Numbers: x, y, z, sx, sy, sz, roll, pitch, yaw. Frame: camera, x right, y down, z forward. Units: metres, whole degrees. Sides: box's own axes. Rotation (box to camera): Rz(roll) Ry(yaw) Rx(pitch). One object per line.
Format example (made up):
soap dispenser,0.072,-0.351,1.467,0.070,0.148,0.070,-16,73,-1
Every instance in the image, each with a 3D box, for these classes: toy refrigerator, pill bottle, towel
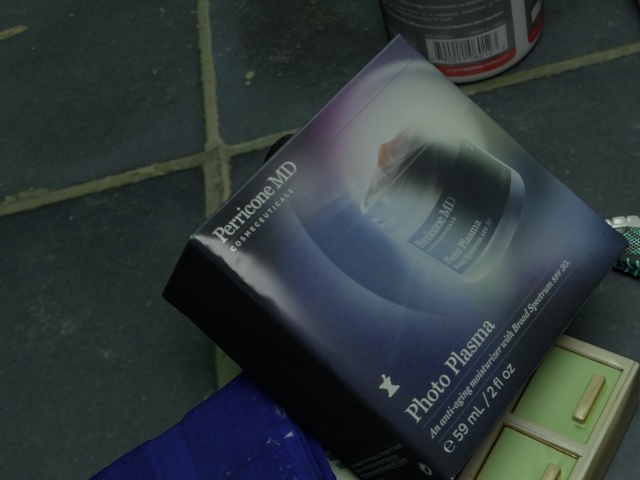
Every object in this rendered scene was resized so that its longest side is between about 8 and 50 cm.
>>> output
toy refrigerator,0.194,0.220,0.934,0.102,0.094,0.269,21,62,29
pill bottle,0.155,-0.384,1.220,0.210,0.363,0.210,-8,52,10
towel,-0.124,0.283,0.973,0.308,0.076,0.228,-34,46,6

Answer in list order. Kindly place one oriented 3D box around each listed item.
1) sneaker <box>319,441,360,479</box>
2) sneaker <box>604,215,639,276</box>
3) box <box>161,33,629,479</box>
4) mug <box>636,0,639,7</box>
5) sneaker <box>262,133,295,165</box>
sneaker,0.031,0.215,1.009,0.161,0.057,0.075,16,66,29
sneaker,0.346,0.016,1.062,0.166,0.065,0.076,-9,56,12
box,0.065,0.027,0.935,0.294,0.183,0.296,42,65,2
mug,0.457,-0.327,1.252,0.150,0.113,0.169,-11,55,11
sneaker,0.000,0.000,1.112,0.132,0.229,0.086,0,8,-30
